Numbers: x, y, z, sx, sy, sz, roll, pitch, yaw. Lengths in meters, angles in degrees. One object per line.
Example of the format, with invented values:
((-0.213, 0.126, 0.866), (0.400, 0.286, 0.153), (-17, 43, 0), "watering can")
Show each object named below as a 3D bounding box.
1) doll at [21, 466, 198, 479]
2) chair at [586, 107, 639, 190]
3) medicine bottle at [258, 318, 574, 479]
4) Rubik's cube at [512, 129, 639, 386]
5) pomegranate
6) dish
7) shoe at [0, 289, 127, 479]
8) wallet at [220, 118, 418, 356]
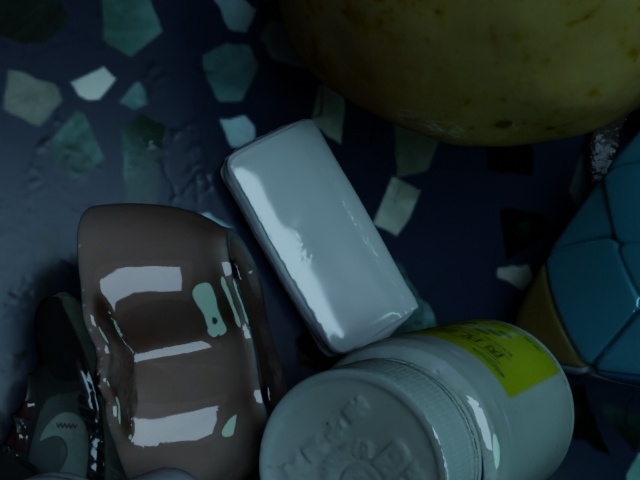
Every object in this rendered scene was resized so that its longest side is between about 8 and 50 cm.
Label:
((-0.197, 0.171, 0.614), (0.365, 0.160, 0.094), (-3, 58, 12), "doll")
((0.332, -0.095, 0.996), (0.174, 0.149, 0.213), (5, 118, -25), "chair")
((0.073, 0.132, 0.736), (0.258, 0.143, 0.143), (-5, 77, -63), "medicine bottle")
((0.258, 0.016, 0.880), (0.254, 0.254, 0.254), (5, 76, -22), "Rubik's cube")
((0.127, -0.240, 0.804), (0.342, 0.342, 0.342), (5, 76, -22), "pomegranate")
((-0.077, 0.068, 0.713), (0.090, 0.213, 0.213), (-14, 83, 5), "dish")
((-0.169, 0.151, 0.725), (0.112, 0.099, 0.227), (-19, 84, -15), "shoe")
((0.000, 0.000, 0.860), (0.095, 0.033, 0.190), (-27, 90, -24), "wallet")
